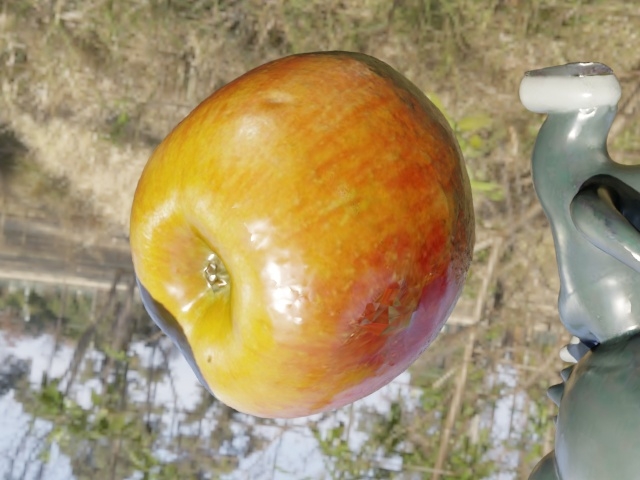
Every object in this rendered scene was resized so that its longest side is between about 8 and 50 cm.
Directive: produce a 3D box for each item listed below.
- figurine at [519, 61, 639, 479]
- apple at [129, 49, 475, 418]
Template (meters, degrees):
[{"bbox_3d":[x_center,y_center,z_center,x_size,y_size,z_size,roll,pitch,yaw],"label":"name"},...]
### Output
[{"bbox_3d":[0.169,0.044,0.443,0.193,0.265,0.140,-11,-162,33],"label":"figurine"},{"bbox_3d":[0.000,0.000,0.534,0.160,0.195,0.173,27,-147,30],"label":"apple"}]
